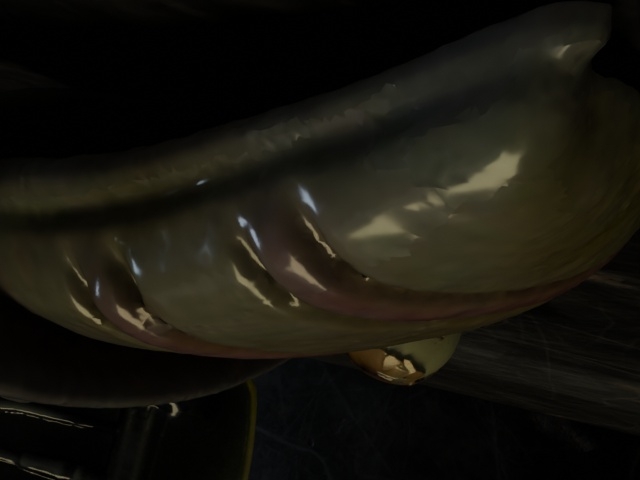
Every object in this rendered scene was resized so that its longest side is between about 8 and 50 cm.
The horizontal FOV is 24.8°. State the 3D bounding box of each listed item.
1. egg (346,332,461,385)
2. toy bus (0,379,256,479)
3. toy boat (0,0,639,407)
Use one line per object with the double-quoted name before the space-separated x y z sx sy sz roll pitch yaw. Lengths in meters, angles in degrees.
"egg" 0.044 0.046 0.855 0.071 0.071 0.083 18 -173 -35
"toy bus" -0.198 0.085 0.707 0.330 0.144 0.152 15 179 -1
"toy boat" -0.014 0.002 0.482 0.293 0.111 0.276 -1 175 26
